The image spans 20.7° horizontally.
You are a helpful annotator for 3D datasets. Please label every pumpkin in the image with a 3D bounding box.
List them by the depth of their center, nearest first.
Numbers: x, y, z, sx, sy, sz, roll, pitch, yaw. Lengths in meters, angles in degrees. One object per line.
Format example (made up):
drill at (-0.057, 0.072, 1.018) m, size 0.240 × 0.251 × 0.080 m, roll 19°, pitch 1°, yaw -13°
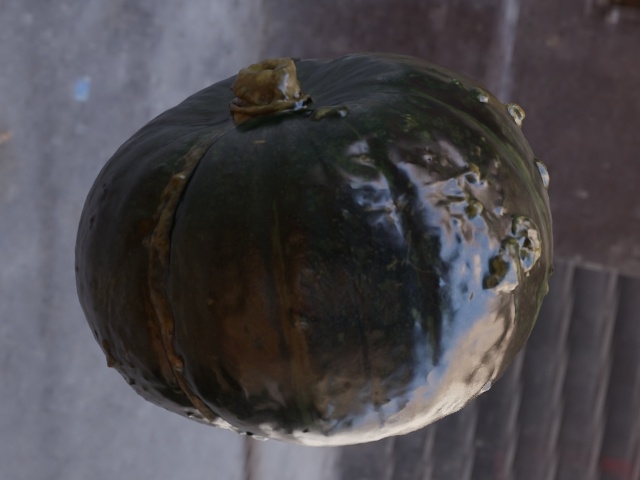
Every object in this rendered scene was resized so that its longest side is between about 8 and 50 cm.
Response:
pumpkin at (-0.001, 0.000, 0.690) m, size 0.190 × 0.190 × 0.146 m, roll -48°, pitch 148°, yaw -55°
